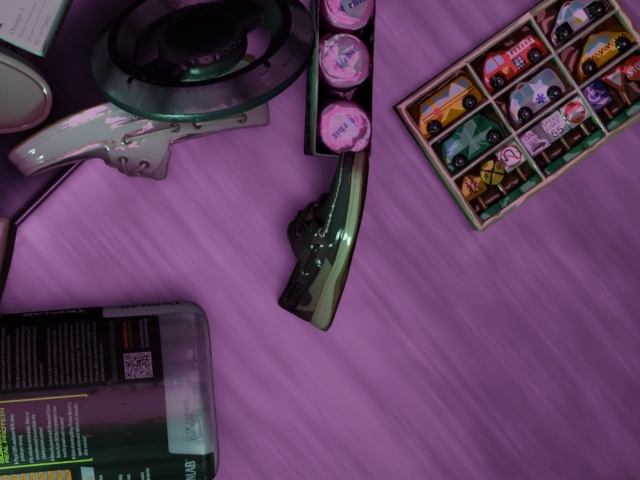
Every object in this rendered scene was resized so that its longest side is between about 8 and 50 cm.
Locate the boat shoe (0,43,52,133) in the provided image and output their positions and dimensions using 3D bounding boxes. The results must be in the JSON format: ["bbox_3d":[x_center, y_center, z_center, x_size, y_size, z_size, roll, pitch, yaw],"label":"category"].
[{"bbox_3d":[-0.440,-0.186,1.664,0.335,0.095,0.112,7,123,-10],"label":"boat shoe"}]

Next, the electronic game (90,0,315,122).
[{"bbox_3d":[-0.119,-0.196,1.649,0.229,0.229,0.048,-14,133,-5],"label":"electronic game"}]

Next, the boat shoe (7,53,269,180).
[{"bbox_3d":[-0.183,-0.107,1.691,0.277,0.098,0.096,-21,94,-6],"label":"boat shoe"}]

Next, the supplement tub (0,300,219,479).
[{"bbox_3d":[-0.265,0.166,1.648,0.316,0.193,0.194,-4,93,-6],"label":"supplement tub"}]

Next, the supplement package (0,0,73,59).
[{"bbox_3d":[-0.344,-0.268,1.662,0.179,0.105,0.105,23,91,-6],"label":"supplement package"}]

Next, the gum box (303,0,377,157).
[{"bbox_3d":[0.021,-0.181,1.703,0.062,0.107,0.188,2,93,-6],"label":"gum box"}]

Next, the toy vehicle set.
[{"bbox_3d":[0.232,-0.152,1.762,0.267,0.035,0.166,-36,96,-3],"label":"toy vehicle set"}]

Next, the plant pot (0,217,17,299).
[{"bbox_3d":[-0.371,0.027,1.667,0.109,0.109,0.096,2,86,-6],"label":"plant pot"}]

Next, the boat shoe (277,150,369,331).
[{"bbox_3d":[0.000,0.000,1.686,0.073,0.080,0.224,14,129,1],"label":"boat shoe"}]
